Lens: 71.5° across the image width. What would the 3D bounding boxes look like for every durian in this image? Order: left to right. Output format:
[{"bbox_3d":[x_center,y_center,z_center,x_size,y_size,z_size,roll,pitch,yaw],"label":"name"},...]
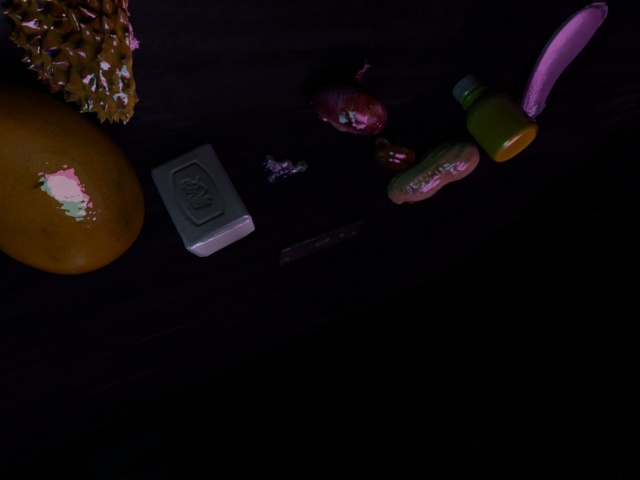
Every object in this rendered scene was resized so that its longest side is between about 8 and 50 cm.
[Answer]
[{"bbox_3d":[-0.260,-0.225,0.507,0.182,0.165,0.132,-20,-145,44],"label":"durian"}]

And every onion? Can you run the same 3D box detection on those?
[{"bbox_3d":[0.063,-0.272,0.830,0.150,0.150,0.140,6,108,-59],"label":"onion"}]

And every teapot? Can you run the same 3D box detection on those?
[{"bbox_3d":[0.189,-0.233,1.146,0.129,0.078,0.098,12,175,-43],"label":"teapot"}]

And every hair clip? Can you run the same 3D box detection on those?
[{"bbox_3d":[0.625,-0.472,1.202,0.358,0.110,0.095,109,3,-55],"label":"hair clip"}]

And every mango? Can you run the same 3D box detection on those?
[{"bbox_3d":[-0.361,-0.075,0.595,0.211,0.173,0.317,-8,147,-3],"label":"mango"}]

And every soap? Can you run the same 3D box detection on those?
[{"bbox_3d":[-0.210,-0.071,0.790,0.121,0.183,0.064,-29,160,-9],"label":"soap"}]

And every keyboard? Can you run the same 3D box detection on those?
[{"bbox_3d":[0.000,0.000,1.484,0.317,0.027,0.106,-22,155,-24],"label":"keyboard"}]

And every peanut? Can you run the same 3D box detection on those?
[{"bbox_3d":[0.329,-0.204,1.329,0.290,0.130,0.130,-32,161,21],"label":"peanut"}]

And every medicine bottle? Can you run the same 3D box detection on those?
[{"bbox_3d":[0.408,-0.304,1.072,0.122,0.212,0.122,-27,160,-11],"label":"medicine bottle"}]

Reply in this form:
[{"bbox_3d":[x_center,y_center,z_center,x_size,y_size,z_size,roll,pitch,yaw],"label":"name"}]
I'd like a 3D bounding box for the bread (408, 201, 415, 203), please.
[{"bbox_3d":[0.357,-0.175,1.563,0.090,0.035,0.094,-17,155,-34],"label":"bread"}]

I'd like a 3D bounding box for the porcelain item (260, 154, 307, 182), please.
[{"bbox_3d":[-0.094,-0.155,0.994,0.075,0.021,0.136,-39,158,33],"label":"porcelain item"}]
